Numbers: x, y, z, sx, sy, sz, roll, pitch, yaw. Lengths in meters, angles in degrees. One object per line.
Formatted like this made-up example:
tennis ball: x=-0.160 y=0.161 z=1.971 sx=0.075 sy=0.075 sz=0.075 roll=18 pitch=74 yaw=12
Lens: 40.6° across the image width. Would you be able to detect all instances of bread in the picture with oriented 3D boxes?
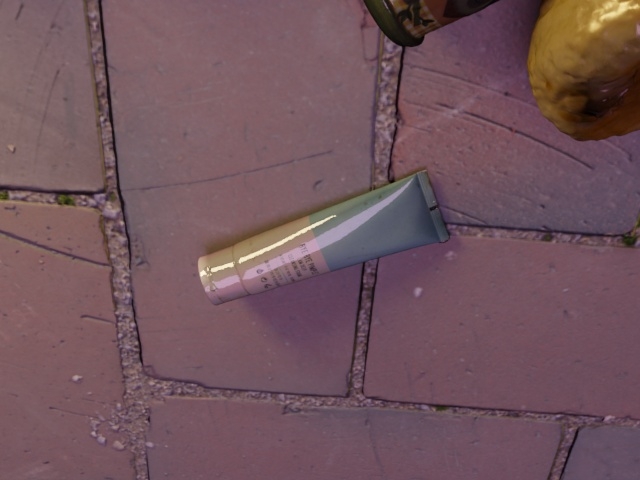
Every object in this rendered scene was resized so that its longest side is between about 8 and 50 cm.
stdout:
bread: x=0.306 y=-0.203 z=0.835 sx=0.244 sy=0.134 sz=0.244 roll=-18 pitch=162 yaw=-6

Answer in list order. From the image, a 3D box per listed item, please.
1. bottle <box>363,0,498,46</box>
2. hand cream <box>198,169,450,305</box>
bottle: x=0.164 y=-0.292 z=0.795 sx=0.271 sy=0.156 sz=0.143 roll=-21 pitch=116 yaw=23
hand cream: x=0.000 y=0.000 z=1.096 sx=0.312 sy=0.070 sz=0.111 roll=-18 pitch=123 yaw=7
